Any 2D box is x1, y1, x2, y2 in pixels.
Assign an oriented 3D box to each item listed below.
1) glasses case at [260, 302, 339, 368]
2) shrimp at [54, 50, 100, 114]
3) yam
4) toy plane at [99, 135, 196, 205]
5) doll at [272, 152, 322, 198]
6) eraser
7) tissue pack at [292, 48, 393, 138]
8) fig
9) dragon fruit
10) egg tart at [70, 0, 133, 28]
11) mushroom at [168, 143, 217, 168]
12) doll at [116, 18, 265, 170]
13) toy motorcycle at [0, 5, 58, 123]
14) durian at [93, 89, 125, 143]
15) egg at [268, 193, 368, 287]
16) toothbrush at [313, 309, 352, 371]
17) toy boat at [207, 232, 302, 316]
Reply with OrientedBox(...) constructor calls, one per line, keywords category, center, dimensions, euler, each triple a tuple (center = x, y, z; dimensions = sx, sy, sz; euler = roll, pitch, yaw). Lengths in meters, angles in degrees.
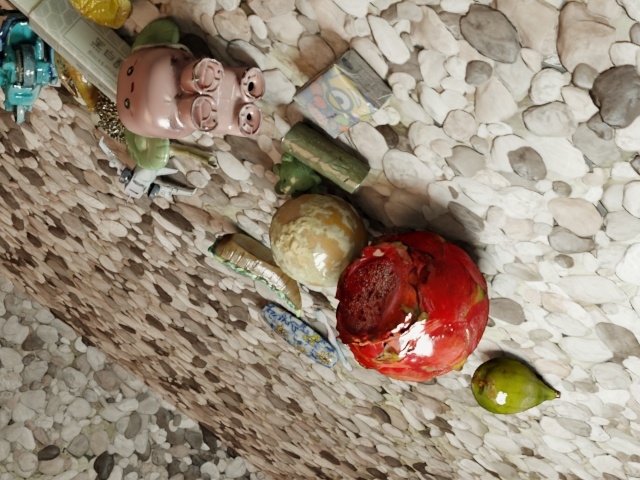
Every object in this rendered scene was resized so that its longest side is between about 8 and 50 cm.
OrientedBox(category="glasses case", center=(-0.056, 0.257, 2.207), dimensions=(0.248, 0.065, 0.087), euler=(37, 159, 11))
OrientedBox(category="shrimp", center=(-0.543, -0.365, 1.832), dimensions=(0.132, 0.052, 0.187), euler=(24, 144, 42))
OrientedBox(category="yam", center=(0.011, -0.157, 1.537), dimensions=(0.169, 0.068, 0.068), euler=(33, 151, 0))
OrientedBox(category="toy plane", center=(-0.435, -0.148, 1.973), dimensions=(0.251, 0.101, 0.255), euler=(30, 153, -15))
OrientedBox(category="doll", center=(-0.054, -0.113, 1.668), dimensions=(0.115, 0.077, 0.150), euler=(32, 160, 1))
OrientedBox(category="eraser", center=(-0.455, -0.387, 1.632), dimensions=(0.404, 0.098, 0.096), euler=(43, 167, -14))
OrientedBox(category="tissue pack", center=(0.035, -0.246, 1.386), dimensions=(0.108, 0.060, 0.148), euler=(45, 149, -15))
OrientedBox(category="fig", center=(0.426, 0.309, 1.783), dimensions=(0.133, 0.185, 0.126), euler=(131, 123, -66))
OrientedBox(category="dragon fruit", center=(0.174, 0.126, 1.557), dimensions=(0.296, 0.295, 0.302), euler=(18, 171, 28))
OrientedBox(category="egg tart", center=(-0.407, -0.476, 1.489), dimensions=(0.191, 0.074, 0.191), euler=(27, 151, 16))
OrientedBox(category="mushroom", center=(-0.303, -0.195, 1.817), dimensions=(0.187, 0.060, 0.061), euler=(13, 146, 28))
OrientedBox(category="doll", center=(-0.269, -0.267, 1.525), dimensions=(0.216, 0.284, 0.268), euler=(2, -172, -45))
OrientedBox(category="toy motorcycle", center=(-0.656, -0.389, 1.781), dimensions=(0.260, 0.154, 0.206), euler=(-36, 64, 59))
OrientedBox(category="durian", center=(-0.421, -0.258, 1.800), dimensions=(0.189, 0.091, 0.148), euler=(13, 150, 10))
OrientedBox(category="egg", center=(0.000, 0.000, 1.648), dimensions=(0.195, 0.194, 0.233), euler=(3, 168, 44))
OrientedBox(category="toothbrush", center=(0.037, 0.271, 2.185), dimensions=(0.027, 0.021, 0.269), euler=(25, 151, 43))
OrientedBox(category="toy boat", center=(-0.135, 0.076, 1.998), dimensions=(0.293, 0.108, 0.099), euler=(37, 119, -15))
